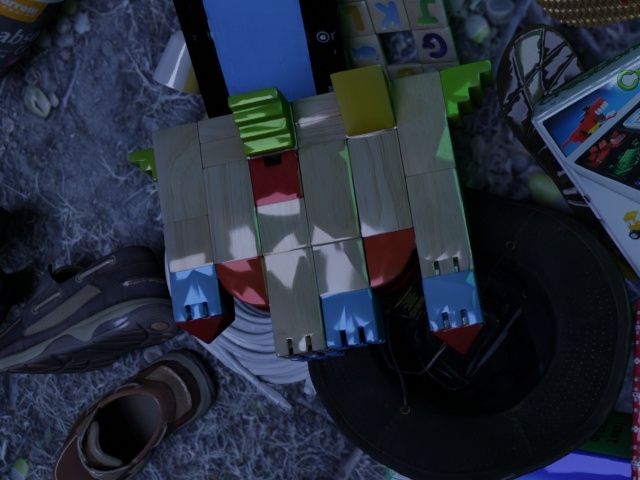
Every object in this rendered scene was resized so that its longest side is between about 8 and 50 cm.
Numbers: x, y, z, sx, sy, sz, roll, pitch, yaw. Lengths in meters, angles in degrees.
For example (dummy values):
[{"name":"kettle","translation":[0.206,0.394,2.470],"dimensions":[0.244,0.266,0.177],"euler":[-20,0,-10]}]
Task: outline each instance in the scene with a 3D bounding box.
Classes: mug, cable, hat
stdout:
[{"name":"mug","translation":[-0.152,-0.210,1.123],"dimensions":[0.062,0.078,0.064],"euler":[39,115,51]},{"name":"cable","translation":[-0.061,0.038,1.121],"dimensions":[0.257,0.089,0.257],"euler":[33,116,17]},{"name":"hat","translation":[0.156,0.109,0.973],"dimensions":[0.331,0.134,0.332],"euler":[-13,58,22]}]

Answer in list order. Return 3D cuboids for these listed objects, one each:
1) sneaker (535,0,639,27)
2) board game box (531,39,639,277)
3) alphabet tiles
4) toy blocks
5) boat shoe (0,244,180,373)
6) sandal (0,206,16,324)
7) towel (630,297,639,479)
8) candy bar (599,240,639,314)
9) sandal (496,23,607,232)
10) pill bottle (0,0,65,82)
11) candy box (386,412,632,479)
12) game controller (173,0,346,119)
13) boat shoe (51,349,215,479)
[{"name":"sneaker","translation":[0.280,-0.248,0.872],"dimensions":[0.185,0.084,0.069],"euler":[10,148,47]},{"name":"board game box","translation":[0.365,-0.113,0.829],"dimensions":[0.305,0.053,0.193],"euler":[-30,105,28]},{"name":"alphabet tiles","translation":[0.018,-0.229,0.994],"dimensions":[0.237,0.009,0.198],"euler":[0,132,28]},{"name":"toy blocks","translation":[0.000,0.000,0.933],"dimensions":[0.381,0.191,0.261],"euler":[-10,79,11]},{"name":"boat shoe","translation":[-0.317,0.097,1.272],"dimensions":[0.355,0.132,0.130],"euler":[-20,69,35]},{"name":"sandal","translation":[-0.513,0.109,1.367],"dimensions":[0.107,0.168,0.446],"euler":[34,129,-13]},{"name":"towel","translation":[0.372,0.196,0.860],"dimensions":[0.198,0.031,0.275],"euler":[5,82,-6]},{"name":"candy bar","translation":[0.325,0.064,0.961],"dimensions":[0.161,0.018,0.040],"euler":[45,120,9]},{"name":"sandal","translation":[0.246,-0.109,0.934],"dimensions":[0.090,0.060,0.219],"euler":[-31,104,27]},{"name":"pill bottle","translation":[-0.398,-0.314,1.155],"dimensions":[0.278,0.162,0.162],"euler":[-39,85,32]},{"name":"candy box","translation":[0.236,0.313,1.021],"dimensions":[0.317,0.122,0.268],"euler":[4,107,26]},{"name":"game controller","translation":[-0.060,-0.216,0.977],"dimensions":[0.166,0.067,0.319],"euler":[9,141,20]},{"name":"boat shoe","translation":[-0.278,0.260,1.285],"dimensions":[0.123,0.116,0.324],"euler":[49,121,7]}]
